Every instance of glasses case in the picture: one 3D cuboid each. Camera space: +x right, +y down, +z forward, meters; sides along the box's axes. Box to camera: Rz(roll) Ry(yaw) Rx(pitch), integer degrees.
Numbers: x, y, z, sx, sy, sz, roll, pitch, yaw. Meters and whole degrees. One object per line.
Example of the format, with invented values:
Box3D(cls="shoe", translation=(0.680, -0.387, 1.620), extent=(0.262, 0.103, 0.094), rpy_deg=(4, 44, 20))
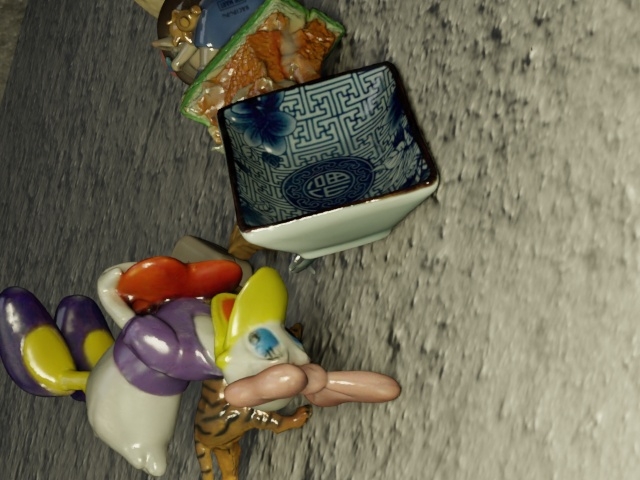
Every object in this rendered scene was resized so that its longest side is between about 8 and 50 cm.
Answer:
Box3D(cls="glasses case", translation=(-0.127, 0.045, 2.175), extent=(0.196, 0.050, 0.083), rpy_deg=(-159, 84, -70))

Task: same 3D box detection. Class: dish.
Box3D(cls="dish", translation=(0.008, -0.061, 1.810), extent=(0.243, 0.182, 0.080), rpy_deg=(-105, 0, -58))

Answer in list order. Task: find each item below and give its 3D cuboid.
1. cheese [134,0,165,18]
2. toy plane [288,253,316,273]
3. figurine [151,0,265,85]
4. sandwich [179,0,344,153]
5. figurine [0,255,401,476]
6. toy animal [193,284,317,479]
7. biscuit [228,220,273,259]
Box3D(cls="cheese", translation=(-0.156, -0.357, 2.375), extent=(0.117, 0.218, 0.235), rpy_deg=(-100, 12, -59))
Box3D(cls="toy plane", translation=(0.000, 0.000, 1.891), extent=(0.083, 0.031, 0.078), rpy_deg=(-54, 18, -7))
Box3D(cls="figurine", translation=(-0.107, -0.225, 2.220), extent=(0.275, 0.161, 0.158), rpy_deg=(-133, 24, -71))
Box3D(cls="sandwich", translation=(-0.054, -0.164, 2.016), extent=(0.184, 0.109, 0.160), rpy_deg=(-55, 15, 4))
Box3D(cls="figurine", translation=(-0.128, 0.109, 1.755), extent=(0.421, 0.154, 0.193), rpy_deg=(-16, 74, 44))
Box3D(cls="toy animal", translation=(-0.084, 0.168, 1.858), extent=(0.114, 0.116, 0.255), rpy_deg=(178, 108, -71))
Box3D(cls="biscuit", translation=(-0.033, -0.052, 2.005), extent=(0.236, 0.040, 0.144), rpy_deg=(-23, 47, 68))
